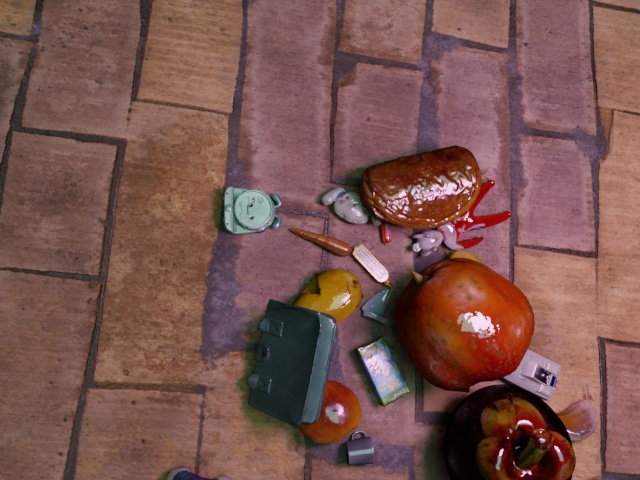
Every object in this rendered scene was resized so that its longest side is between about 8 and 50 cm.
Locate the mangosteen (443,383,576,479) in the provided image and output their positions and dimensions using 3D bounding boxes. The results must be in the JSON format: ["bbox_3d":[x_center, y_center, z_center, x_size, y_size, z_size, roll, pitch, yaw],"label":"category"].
[{"bbox_3d":[0.555,0.610,1.542,0.382,0.435,0.382,3,79,-13],"label":"mangosteen"}]

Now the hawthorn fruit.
[{"bbox_3d":[0.397,0.227,1.607,0.402,0.403,0.403,2,79,-10],"label":"hawthorn fruit"}]

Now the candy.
[{"bbox_3d":[0.191,0.409,1.704,0.097,0.062,0.195,-24,84,-15],"label":"candy"}]

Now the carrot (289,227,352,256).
[{"bbox_3d":[0.000,0.000,1.759,0.216,0.048,0.048,22,76,-2],"label":"carrot"}]

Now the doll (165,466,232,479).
[{"bbox_3d":[-0.363,0.778,1.494,0.228,0.154,0.259,19,83,-10],"label":"doll"}]

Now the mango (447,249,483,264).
[{"bbox_3d":[0.497,0.119,1.809,0.194,0.092,0.130,42,73,-10],"label":"mango"}]

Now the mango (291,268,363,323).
[{"bbox_3d":[0.010,0.196,1.677,0.262,0.130,0.167,-42,73,-9],"label":"mango"}]

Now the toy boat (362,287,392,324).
[{"bbox_3d":[0.190,0.204,1.764,0.096,0.034,0.122,24,67,-5],"label":"toy boat"}]

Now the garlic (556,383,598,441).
[{"bbox_3d":[0.847,0.578,1.787,0.198,0.090,0.129,-30,74,-10],"label":"garlic"}]

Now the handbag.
[{"bbox_3d":[-0.090,0.349,1.567,0.089,0.238,0.327,14,85,-53],"label":"handbag"}]

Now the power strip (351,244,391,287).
[{"bbox_3d":[0.171,0.087,1.779,0.049,0.028,0.178,-43,89,-15],"label":"power strip"}]

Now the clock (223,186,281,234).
[{"bbox_3d":[-0.215,-0.097,1.725,0.188,0.060,0.148,-2,79,-12],"label":"clock"}]

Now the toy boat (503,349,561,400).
[{"bbox_3d":[0.641,0.408,1.775,0.295,0.088,0.129,27,75,-5],"label":"toy boat"}]

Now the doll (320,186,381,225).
[{"bbox_3d":[0.106,-0.109,1.785,0.214,0.071,0.104,24,64,3],"label":"doll"}]

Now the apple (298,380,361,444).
[{"bbox_3d":[0.022,0.508,1.617,0.195,0.160,0.173,-23,63,-20],"label":"apple"}]

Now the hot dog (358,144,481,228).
[{"bbox_3d":[0.317,-0.173,1.750,0.387,0.174,0.267,-13,53,-1],"label":"hot dog"}]

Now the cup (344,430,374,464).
[{"bbox_3d":[0.115,0.629,1.647,0.077,0.078,0.100,-5,46,-7],"label":"cup"}]

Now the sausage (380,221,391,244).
[{"bbox_3d":[0.216,-0.047,1.812,0.034,0.034,0.130,-5,81,-12],"label":"sausage"}]

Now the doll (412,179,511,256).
[{"bbox_3d":[0.467,-0.056,1.835,0.384,0.099,0.188,-27,92,-19],"label":"doll"}]
